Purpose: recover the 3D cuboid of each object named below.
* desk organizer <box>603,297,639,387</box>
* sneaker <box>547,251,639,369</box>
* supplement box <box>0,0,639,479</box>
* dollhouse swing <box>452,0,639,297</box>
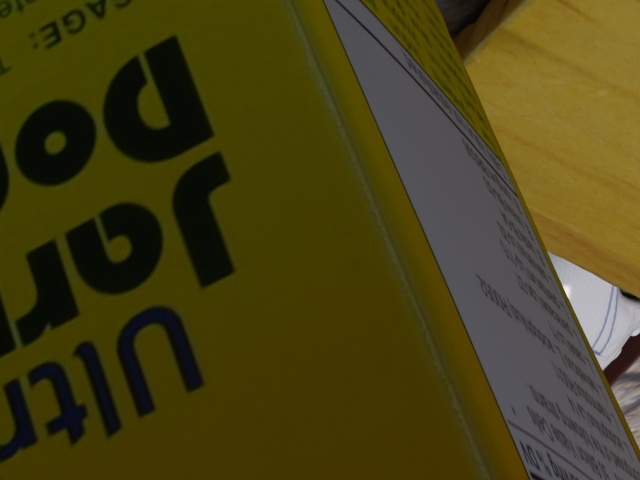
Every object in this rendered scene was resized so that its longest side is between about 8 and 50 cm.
[{"bbox_3d":[0.193,0.055,1.184,0.047,0.050,0.130,-10,154,-24],"label":"desk organizer"},{"bbox_3d":[0.122,0.058,1.070,0.129,0.111,0.297,-24,158,-9],"label":"sneaker"},{"bbox_3d":[-0.059,0.004,0.486,0.195,0.356,0.194,-28,155,13],"label":"supplement box"},{"bbox_3d":[0.265,-0.143,0.741,0.315,0.305,0.347,27,156,-10],"label":"dollhouse swing"}]
